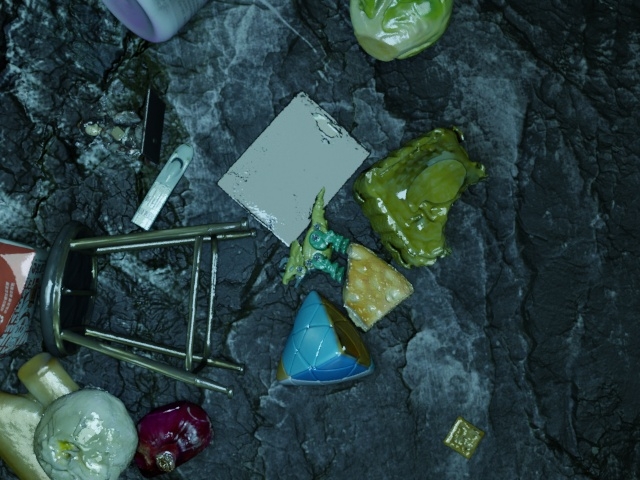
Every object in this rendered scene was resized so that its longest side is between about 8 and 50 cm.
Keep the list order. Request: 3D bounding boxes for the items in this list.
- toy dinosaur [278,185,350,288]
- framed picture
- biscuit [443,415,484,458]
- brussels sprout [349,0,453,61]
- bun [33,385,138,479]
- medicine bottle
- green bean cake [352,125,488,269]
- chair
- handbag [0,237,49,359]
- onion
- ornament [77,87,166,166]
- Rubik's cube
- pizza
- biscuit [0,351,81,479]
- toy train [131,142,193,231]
[{"bbox_3d":[0.000,0.000,1.728,0.153,0.094,0.259,18,86,18],"label":"toy dinosaur"},{"bbox_3d":[-0.064,-0.180,1.774,0.244,0.013,0.324,42,83,-4],"label":"framed picture"},{"bbox_3d":[0.363,0.499,1.795,0.083,0.018,0.081,35,85,-4],"label":"biscuit"},{"bbox_3d":[0.195,-0.589,1.720,0.259,0.227,0.295,24,93,9],"label":"brussels sprout"},{"bbox_3d":[-0.522,0.447,1.549,0.239,0.141,0.239,1,96,14],"label":"bun"},{"bbox_3d":[-0.349,-0.650,1.635,0.256,0.256,0.325,41,76,-4],"label":"medicine bottle"},{"bbox_3d":[0.265,-0.106,1.717,0.310,0.202,0.285,-36,94,-7],"label":"green bean cake"},{"bbox_3d":[-0.366,0.126,1.559,0.409,0.364,0.362,5,87,-3],"label":"chair"},{"bbox_3d":[-0.733,0.144,1.599,0.151,0.171,0.298,16,85,-7],"label":"handbag"},{"bbox_3d":[-0.345,0.454,1.607,0.195,0.218,0.140,-19,91,3],"label":"onion"},{"bbox_3d":[-0.483,-0.266,1.669,0.195,0.153,0.166,5,86,3],"label":"ornament"},{"bbox_3d":[-0.023,0.244,1.701,0.254,0.254,0.255,0,88,-7],"label":"Rubik's cube"},{"bbox_3d":[0.106,0.114,1.755,0.204,0.080,0.188,47,60,3],"label":"pizza"},{"bbox_3d":[-0.643,0.433,1.652,0.236,0.062,0.291,-37,94,-8],"label":"biscuit"},{"bbox_3d":[-0.376,-0.134,1.713,0.052,0.051,0.234,31,85,-9],"label":"toy train"}]
